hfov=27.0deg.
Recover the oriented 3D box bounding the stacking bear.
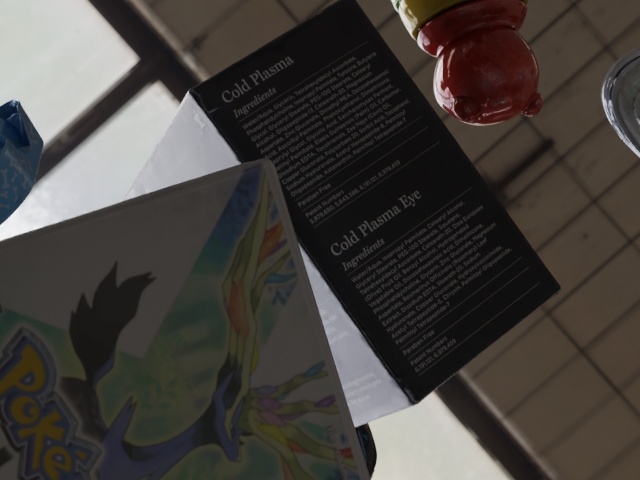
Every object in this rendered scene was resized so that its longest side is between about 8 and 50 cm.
[{"bbox_3d":[0.148,-0.258,1.415,0.164,0.175,0.289,-36,66,55],"label":"stacking bear"}]

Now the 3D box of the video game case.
[{"bbox_3d":[-0.101,0.140,0.839,0.036,0.300,0.329,-12,97,51],"label":"video game case"}]

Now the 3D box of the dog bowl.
[{"bbox_3d":[-0.470,-0.093,1.876,0.074,0.166,0.297,49,-167,-23],"label":"dog bowl"}]

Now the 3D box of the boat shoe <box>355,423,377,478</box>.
[{"bbox_3d":[-0.005,0.152,1.465,0.258,0.109,0.089,55,179,1],"label":"boat shoe"}]

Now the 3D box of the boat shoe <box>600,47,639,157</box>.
[{"bbox_3d":[0.438,-0.059,1.285,0.367,0.136,0.156,34,-165,-8],"label":"boat shoe"}]

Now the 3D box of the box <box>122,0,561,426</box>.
[{"bbox_3d":[0.000,0.000,1.233,0.312,0.179,0.343,54,157,1],"label":"box"}]
